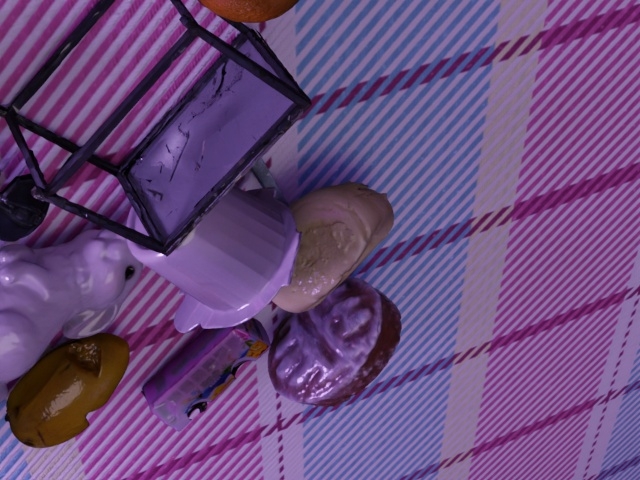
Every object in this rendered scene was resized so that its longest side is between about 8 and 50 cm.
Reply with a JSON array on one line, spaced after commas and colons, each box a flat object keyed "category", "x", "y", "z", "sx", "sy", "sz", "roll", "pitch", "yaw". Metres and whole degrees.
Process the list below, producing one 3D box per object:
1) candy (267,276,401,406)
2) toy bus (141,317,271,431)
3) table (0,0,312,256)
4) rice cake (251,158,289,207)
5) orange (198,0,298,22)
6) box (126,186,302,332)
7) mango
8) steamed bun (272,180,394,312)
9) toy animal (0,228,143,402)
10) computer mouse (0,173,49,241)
[{"category": "candy", "x": 0.030, "y": 0.206, "z": 2.236, "sx": 0.289, "sy": 0.214, "sz": 0.157, "roll": -45, "pitch": 144, "yaw": 14}, {"category": "toy bus", "x": -0.230, "y": 0.254, "z": 2.211, "sx": 0.274, "sy": 0.090, "sz": 0.112, "roll": -44, "pitch": 132, "yaw": 12}, {"category": "table", "x": -0.250, "y": -0.199, "z": 1.646, "sx": 0.335, "sy": 0.222, "sz": 0.272, "roll": -46, "pitch": 140, "yaw": 13}, {"category": "rice cake", "x": -0.095, "y": -0.106, "z": 1.984, "sx": 0.029, "sy": 0.033, "sz": 0.171, "roll": -35, "pitch": 139, "yaw": -3}, {"category": "orange", "x": -0.106, "y": -0.406, "z": 1.561, "sx": 0.206, "sy": 0.206, "sz": 0.206, "roll": -18, "pitch": 138, "yaw": -17}, {"category": "box", "x": -0.211, "y": 0.004, "z": 1.857, "sx": 0.291, "sy": 0.262, "sz": 0.206, "roll": -43, "pitch": 133, "yaw": 13}, {"category": "mango", "x": -0.461, "y": 0.273, "z": 2.050, "sx": 0.262, "sy": 0.130, "sz": 0.167, "roll": -47, "pitch": 141, "yaw": 9}, {"category": "steamed bun", "x": 0.000, "y": 0.000, "z": 2.037, "sx": 0.273, "sy": 0.166, "sz": 0.232, "roll": -46, "pitch": 179, "yaw": 24}, {"category": "toy animal", "x": -0.461, "y": 0.107, "z": 1.855, "sx": 0.357, "sy": 0.194, "sz": 0.258, "roll": -22, "pitch": 129, "yaw": -26}, {"category": "computer mouse", "x": -0.458, "y": -0.047, "z": 1.712, "sx": 0.062, "sy": 0.192, "sz": 0.106, "roll": 35, "pitch": 89, "yaw": -3}]
